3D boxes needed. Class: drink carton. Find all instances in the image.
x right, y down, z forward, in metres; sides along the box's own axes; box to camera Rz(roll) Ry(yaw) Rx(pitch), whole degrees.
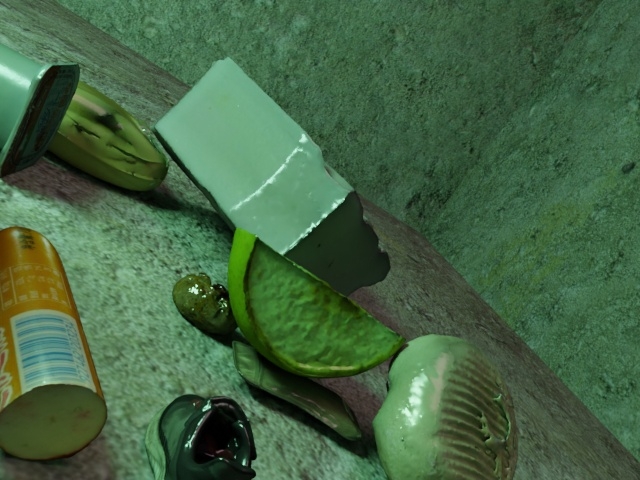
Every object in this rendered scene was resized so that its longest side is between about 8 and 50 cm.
[{"bbox_3d":[-0.501,-0.224,1.090,0.190,0.185,0.191,24,15,-6],"label":"drink carton"}]

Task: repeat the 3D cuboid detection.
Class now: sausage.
[{"bbox_3d":[-0.289,0.074,0.708,0.093,0.093,0.312,26,15,-40],"label":"sausage"}]

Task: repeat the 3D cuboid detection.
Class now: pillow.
[{"bbox_3d":[-0.035,0.213,1.030,0.217,0.033,0.130,32,8,-18],"label":"pillow"}]

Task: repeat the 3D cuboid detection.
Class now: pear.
[{"bbox_3d":[-0.050,0.097,1.062,0.288,0.139,0.239,35,2,-22],"label":"pear"}]

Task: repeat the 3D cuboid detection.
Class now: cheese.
[{"bbox_3d":[-0.438,-0.214,1.323,0.259,0.128,0.316,41,4,38],"label":"cheese"}]

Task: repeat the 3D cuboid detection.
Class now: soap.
[{"bbox_3d":[-0.092,-0.087,1.380,0.435,0.213,0.350,47,-8,35],"label":"soap"}]

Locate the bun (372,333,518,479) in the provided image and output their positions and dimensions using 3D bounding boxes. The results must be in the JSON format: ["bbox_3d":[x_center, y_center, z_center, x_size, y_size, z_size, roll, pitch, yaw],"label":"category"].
[{"bbox_3d":[0.176,0.276,1.033,0.273,0.168,0.272,27,54,-44],"label":"bun"}]

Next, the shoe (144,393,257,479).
[{"bbox_3d":[-0.105,0.202,0.684,0.099,0.112,0.227,32,15,-17],"label":"shoe"}]

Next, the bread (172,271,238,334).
[{"bbox_3d":[-0.165,0.093,1.056,0.113,0.060,0.082,37,9,-6],"label":"bread"}]
